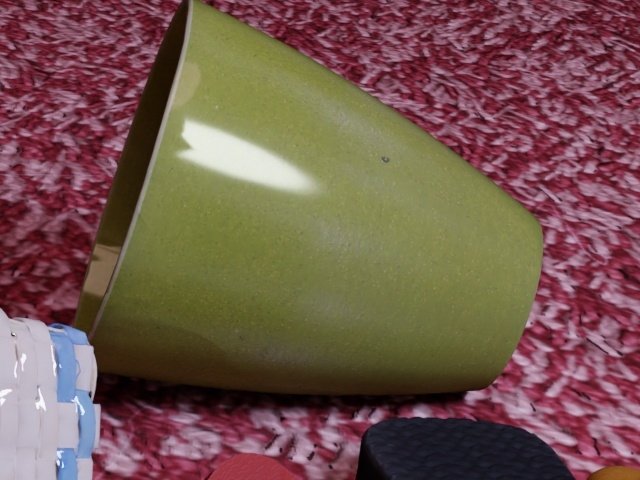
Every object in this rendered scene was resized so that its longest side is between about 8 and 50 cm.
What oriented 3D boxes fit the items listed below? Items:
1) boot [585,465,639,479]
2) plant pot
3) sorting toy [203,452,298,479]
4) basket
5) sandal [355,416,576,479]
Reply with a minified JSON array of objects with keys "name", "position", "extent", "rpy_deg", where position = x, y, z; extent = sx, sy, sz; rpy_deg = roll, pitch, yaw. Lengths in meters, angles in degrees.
[{"name":"boot","position":[0.247,0.136,1.083],"extent":[0.104,0.211,0.295],"rpy_deg":[-1,23,-18]},{"name":"plant pot","position":[0.000,0.000,1.342],"extent":[0.294,0.274,0.275],"rpy_deg":[17,21,-11]},{"name":"sorting toy","position":[-0.139,0.230,0.960],"extent":[0.126,0.127,0.365],"rpy_deg":[-15,11,36]},{"name":"basket","position":[-0.284,0.114,0.989],"extent":[0.289,0.201,0.255],"rpy_deg":[-3,-4,-39]},{"name":"sandal","position":[0.098,0.206,1.055],"extent":[0.168,0.107,0.446],"rpy_deg":[4,10,1]}]
